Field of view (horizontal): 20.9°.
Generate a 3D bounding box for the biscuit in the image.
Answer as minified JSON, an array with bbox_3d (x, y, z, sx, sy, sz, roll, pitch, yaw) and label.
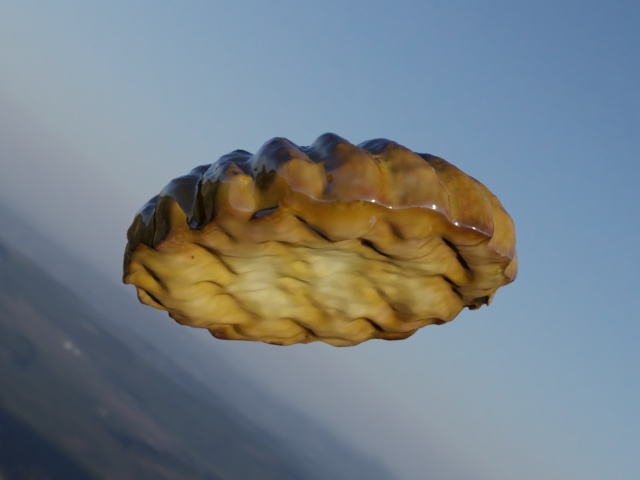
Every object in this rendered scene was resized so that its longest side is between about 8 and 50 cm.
[{"bbox_3d":[0.000,0.000,1.429,0.326,0.107,0.326,-2,-24,-1],"label":"biscuit"}]
